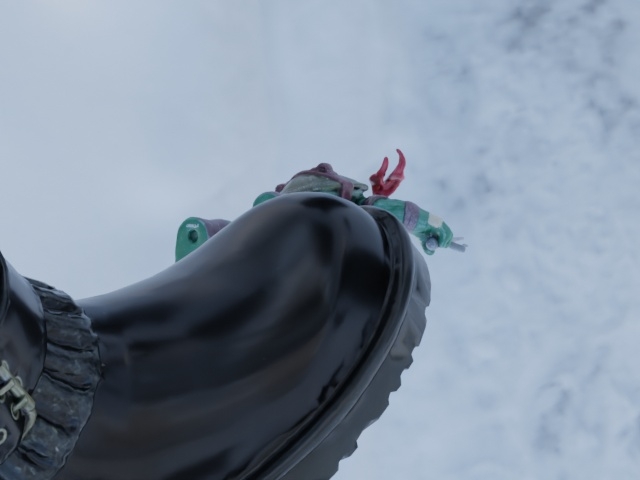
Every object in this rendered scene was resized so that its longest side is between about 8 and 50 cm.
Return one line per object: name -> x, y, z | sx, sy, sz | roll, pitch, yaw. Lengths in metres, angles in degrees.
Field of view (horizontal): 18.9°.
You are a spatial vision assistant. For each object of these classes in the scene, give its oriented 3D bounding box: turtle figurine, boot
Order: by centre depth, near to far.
boot -> -0.117, 0.029, 0.801 | 0.131, 0.348, 0.260 | 11, 137, 49
turtle figurine -> 0.000, 0.000, 1.509 | 0.175, 0.234, 0.118 | -38, 69, 29
